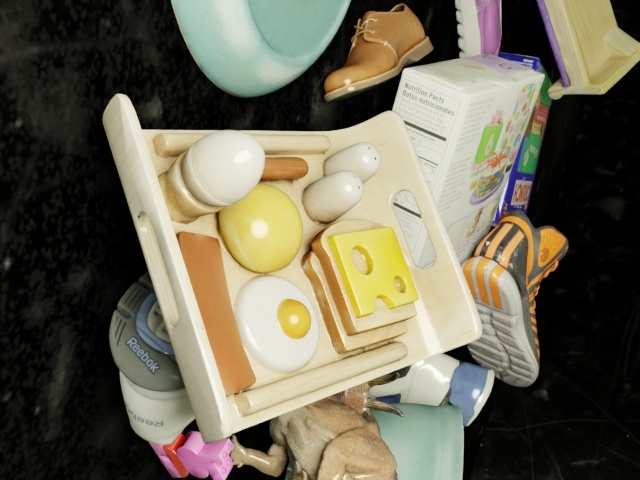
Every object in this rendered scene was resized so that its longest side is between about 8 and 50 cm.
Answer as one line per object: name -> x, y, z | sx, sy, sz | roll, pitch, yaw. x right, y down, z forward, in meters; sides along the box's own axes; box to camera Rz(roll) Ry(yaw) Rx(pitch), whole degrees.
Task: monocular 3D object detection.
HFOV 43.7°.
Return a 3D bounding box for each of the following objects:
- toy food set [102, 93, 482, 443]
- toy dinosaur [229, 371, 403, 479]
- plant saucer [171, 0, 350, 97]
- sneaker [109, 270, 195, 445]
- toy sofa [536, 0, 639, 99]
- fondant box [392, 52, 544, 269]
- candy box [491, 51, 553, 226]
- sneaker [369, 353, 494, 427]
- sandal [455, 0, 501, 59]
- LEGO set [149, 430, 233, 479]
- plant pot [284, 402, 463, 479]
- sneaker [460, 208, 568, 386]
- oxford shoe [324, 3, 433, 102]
toy food set -> 0.000, 0.000, 0.589 | 0.306, 0.092, 0.220 | -8, 75, -49
toy dinosaur -> 0.019, 0.208, 0.828 | 0.200, 0.296, 0.127 | 8, 125, -32
plant saucer -> -0.024, -0.273, 0.656 | 0.317, 0.043, 0.318 | -48, 146, -49
sneaker -> -0.079, 0.044, 0.673 | 0.297, 0.111, 0.129 | -47, 162, -47
toy sofa -> 0.400, -0.431, 1.354 | 0.150, 0.177, 0.363 | -42, 120, -24
fondant box -> 0.162, -0.069, 1.062 | 0.238, 0.096, 0.330 | -24, 137, -51
candy box -> 0.354, -0.180, 1.560 | 0.268, 0.122, 0.317 | 4, 100, -67
sneaker -> 0.110, 0.225, 1.209 | 0.127, 0.182, 0.315 | -55, -179, -38
sandal -> 0.270, -0.421, 1.217 | 0.416, 0.102, 0.169 | 67, 42, -58
LEGO set -> -0.074, 0.270, 0.686 | 0.227, 0.093, 0.087 | 65, 34, -25
plant pot -> 0.050, 0.331, 0.969 | 0.293, 0.196, 0.293 | 9, 90, -86
sneaker -> 0.308, 0.083, 1.206 | 0.180, 0.124, 0.321 | -49, 145, -25
oxford shoe -> 0.053, -0.209, 0.883 | 0.212, 0.076, 0.076 | -47, 117, -50
